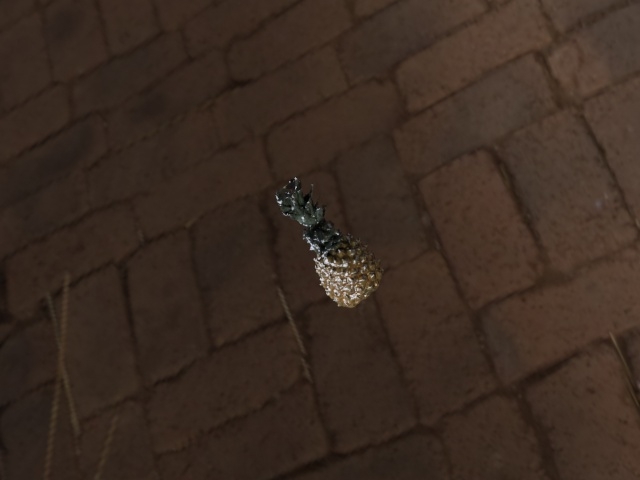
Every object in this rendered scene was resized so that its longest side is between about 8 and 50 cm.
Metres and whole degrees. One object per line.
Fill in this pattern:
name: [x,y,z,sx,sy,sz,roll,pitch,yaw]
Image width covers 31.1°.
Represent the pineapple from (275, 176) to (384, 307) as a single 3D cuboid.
pineapple: [0.000,0.000,0.965,0.058,0.124,0.058,-34,25,19]
